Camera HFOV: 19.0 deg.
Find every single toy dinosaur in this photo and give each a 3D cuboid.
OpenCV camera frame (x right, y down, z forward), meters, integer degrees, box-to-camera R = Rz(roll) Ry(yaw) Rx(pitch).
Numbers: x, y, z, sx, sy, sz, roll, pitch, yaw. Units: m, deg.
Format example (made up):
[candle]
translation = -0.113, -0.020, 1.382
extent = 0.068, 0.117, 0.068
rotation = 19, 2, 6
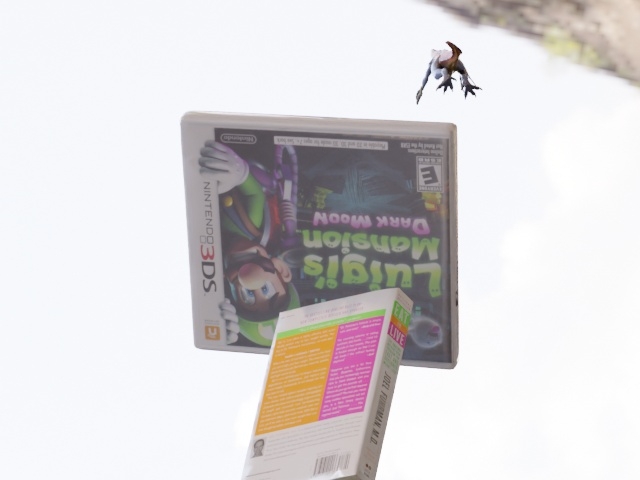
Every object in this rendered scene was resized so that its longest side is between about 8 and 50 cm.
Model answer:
[toy dinosaur]
translation = 0.109, -0.148, 1.581
extent = 0.047, 0.082, 0.090
rotation = 0, -51, -13

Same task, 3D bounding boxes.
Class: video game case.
[video game case]
translation = 0.000, 0.000, 1.300
extent = 0.022, 0.190, 0.173
rotation = -54, -36, -64

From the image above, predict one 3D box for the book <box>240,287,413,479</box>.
[book]
translation = 0.004, 0.101, 1.215
extent = 0.035, 0.096, 0.144
rotation = 44, -136, -32
